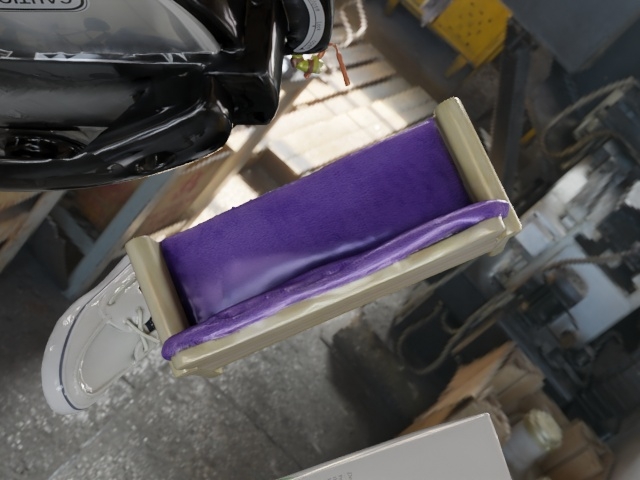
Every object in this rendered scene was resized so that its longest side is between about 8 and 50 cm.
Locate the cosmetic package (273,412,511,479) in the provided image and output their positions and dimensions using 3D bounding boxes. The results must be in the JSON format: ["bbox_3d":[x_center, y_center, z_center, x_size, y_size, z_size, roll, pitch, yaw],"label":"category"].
[{"bbox_3d":[0.039,0.340,1.051,0.366,0.197,0.155,-12,76,-31],"label":"cosmetic package"}]

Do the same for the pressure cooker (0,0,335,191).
[{"bbox_3d":[-0.199,-0.233,0.619,0.375,0.370,0.420,23,65,-43],"label":"pressure cooker"}]

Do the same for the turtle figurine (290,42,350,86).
[{"bbox_3d":[-0.086,-0.331,1.456,0.269,0.217,0.087,54,30,-25],"label":"turtle figurine"}]

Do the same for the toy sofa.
[{"bbox_3d":[0.000,0.000,0.860,0.177,0.363,0.150,54,12,-77],"label":"toy sofa"}]

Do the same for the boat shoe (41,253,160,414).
[{"bbox_3d":[-0.216,0.093,0.997,0.267,0.088,0.096,-57,133,-55],"label":"boat shoe"}]
